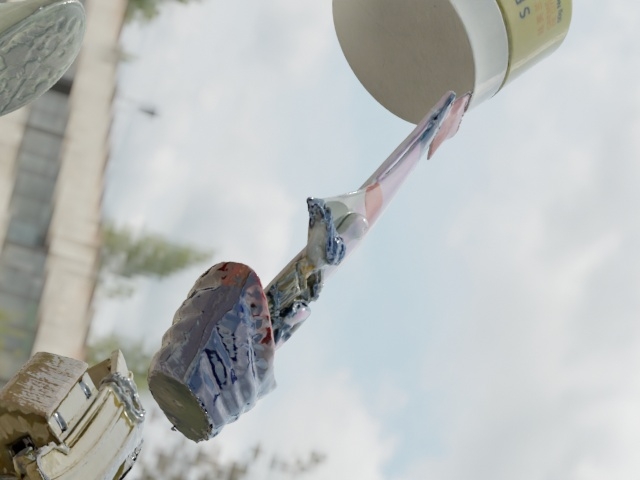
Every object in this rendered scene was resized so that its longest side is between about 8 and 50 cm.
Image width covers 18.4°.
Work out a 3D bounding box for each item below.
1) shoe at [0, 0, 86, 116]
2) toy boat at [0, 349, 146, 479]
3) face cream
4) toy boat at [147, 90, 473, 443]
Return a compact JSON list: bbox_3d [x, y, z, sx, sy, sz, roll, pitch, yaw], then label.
[{"bbox_3d":[-0.430,-0.212,2.245,0.159,0.316,0.124,39,-33,33],"label":"shoe"},{"bbox_3d":[-0.289,0.209,2.121,0.136,0.162,0.445,-29,-174,12],"label":"toy boat"},{"bbox_3d":[0.151,-0.265,2.253,0.179,0.218,0.218,-35,169,-33],"label":"face cream"},{"bbox_3d":[-0.014,0.022,1.374,0.318,0.072,0.219,-44,166,-42],"label":"toy boat"}]
